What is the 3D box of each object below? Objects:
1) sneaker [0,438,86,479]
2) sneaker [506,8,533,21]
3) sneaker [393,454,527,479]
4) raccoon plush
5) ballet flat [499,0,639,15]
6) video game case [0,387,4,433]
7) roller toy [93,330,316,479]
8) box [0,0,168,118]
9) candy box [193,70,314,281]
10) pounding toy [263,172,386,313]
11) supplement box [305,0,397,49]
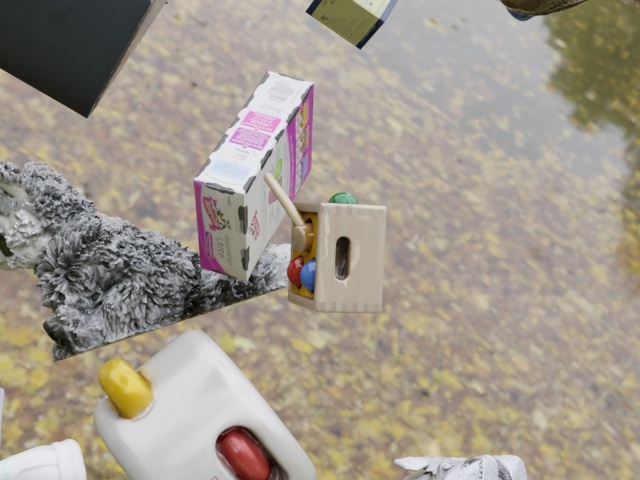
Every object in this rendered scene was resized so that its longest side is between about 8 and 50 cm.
[{"bbox_3d":[-0.273,0.248,0.982,0.094,0.212,0.080,-2,44,-30],"label":"sneaker"},{"bbox_3d":[0.298,-0.389,1.428,0.090,0.232,0.081,-24,53,-29],"label":"sneaker"},{"bbox_3d":[0.209,0.428,1.869,0.366,0.210,0.137,16,67,-65],"label":"sneaker"},{"bbox_3d":[-0.268,-0.016,1.645,0.446,0.216,0.299,-17,87,-11],"label":"raccoon plush"},{"bbox_3d":[0.208,-0.217,0.877,0.058,0.084,0.250,41,-4,-28],"label":"ballet flat"},{"bbox_3d":[-0.485,0.400,1.541,0.036,0.329,0.300,13,8,-16],"label":"video game case"},{"bbox_3d":[-0.112,0.194,1.040,0.191,0.146,0.209,46,-12,23],"label":"roller toy"},{"bbox_3d":[-0.174,-0.205,0.771,0.153,0.108,0.207,31,35,-10],"label":"box"},{"bbox_3d":[-0.082,-0.086,1.450,0.071,0.159,0.233,16,47,13],"label":"candy box"},{"bbox_3d":[0.000,0.000,1.187,0.100,0.141,0.130,2,2,-17],"label":"pounding toy"},{"bbox_3d":[0.040,-0.287,1.346,0.083,0.083,0.056,33,68,-8],"label":"supplement box"}]
